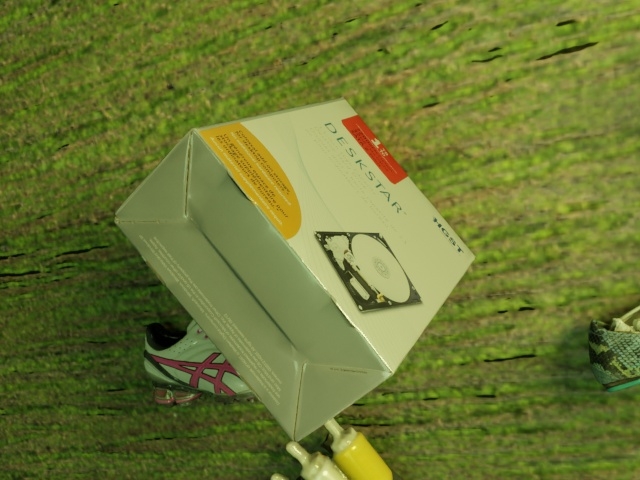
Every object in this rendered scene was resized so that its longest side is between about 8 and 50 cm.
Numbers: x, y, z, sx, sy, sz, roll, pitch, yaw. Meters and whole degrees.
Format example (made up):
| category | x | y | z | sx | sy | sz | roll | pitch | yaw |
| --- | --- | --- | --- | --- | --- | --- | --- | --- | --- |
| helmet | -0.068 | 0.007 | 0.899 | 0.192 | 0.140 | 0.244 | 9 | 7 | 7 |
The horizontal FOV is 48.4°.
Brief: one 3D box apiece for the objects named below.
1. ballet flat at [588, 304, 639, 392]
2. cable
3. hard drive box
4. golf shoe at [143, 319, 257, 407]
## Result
| category | x | y | z | sx | sy | sz | roll | pitch | yaw |
| --- | --- | --- | --- | --- | --- | --- | --- | --- | --- |
| ballet flat | 0.281 | 0.056 | 0.502 | 0.188 | 0.070 | 0.070 | -21 | 96 | 24 |
| cable | 0.080 | 0.279 | 0.649 | 0.287 | 0.072 | 0.139 | 39 | 122 | 9 |
| hard drive box | 0.000 | 0.000 | 0.512 | 0.089 | 0.232 | 0.181 | -41 | 87 | 27 |
| golf shoe | -0.096 | 0.109 | 0.678 | 0.186 | 0.067 | 0.086 | -10 | 99 | 26 |
